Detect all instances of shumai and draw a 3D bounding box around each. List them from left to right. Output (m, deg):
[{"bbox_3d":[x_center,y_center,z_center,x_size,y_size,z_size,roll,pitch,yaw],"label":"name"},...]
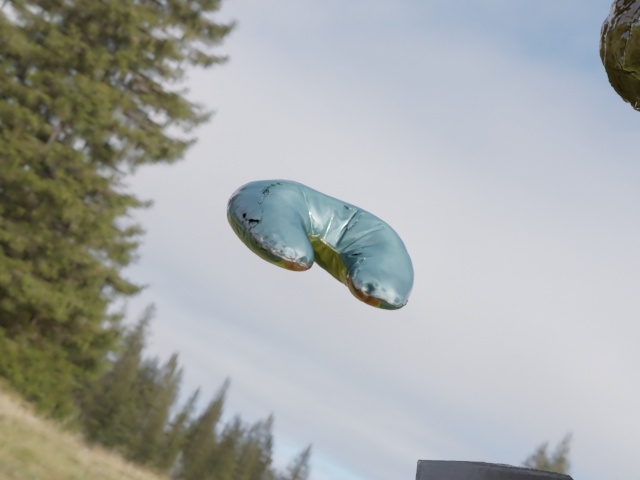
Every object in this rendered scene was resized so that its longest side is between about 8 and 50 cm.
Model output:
[{"bbox_3d":[0.338,-0.170,0.986,0.210,0.161,0.153,29,26,25],"label":"shumai"}]

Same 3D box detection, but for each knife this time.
[{"bbox_3d":[0.115,0.238,1.048,0.245,0.072,0.019,2,-43,6],"label":"knife"}]

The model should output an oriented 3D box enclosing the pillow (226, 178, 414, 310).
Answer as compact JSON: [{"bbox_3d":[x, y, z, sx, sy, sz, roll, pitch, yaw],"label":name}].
[{"bbox_3d":[0.000,0.000,1.306,0.233,0.086,0.214,25,17,-13],"label":"pillow"}]
